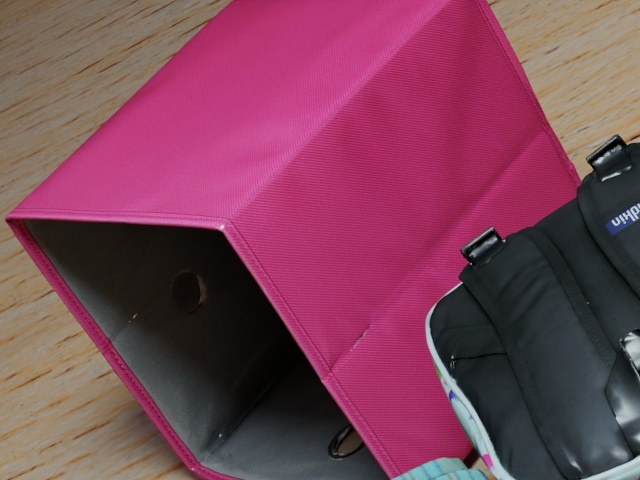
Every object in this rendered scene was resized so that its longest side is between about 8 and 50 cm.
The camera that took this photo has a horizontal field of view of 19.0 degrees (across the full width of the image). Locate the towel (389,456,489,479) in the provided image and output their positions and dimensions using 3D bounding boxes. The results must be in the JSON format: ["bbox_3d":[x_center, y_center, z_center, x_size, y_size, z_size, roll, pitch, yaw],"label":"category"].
[{"bbox_3d":[0.041,0.260,0.837,0.271,0.040,0.370,-20,42,-18],"label":"towel"}]

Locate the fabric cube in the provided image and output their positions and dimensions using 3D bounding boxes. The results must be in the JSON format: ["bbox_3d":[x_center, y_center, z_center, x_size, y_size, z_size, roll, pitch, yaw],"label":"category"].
[{"bbox_3d":[0.000,0.000,1.300,0.254,0.259,0.258,2,42,50],"label":"fabric cube"}]

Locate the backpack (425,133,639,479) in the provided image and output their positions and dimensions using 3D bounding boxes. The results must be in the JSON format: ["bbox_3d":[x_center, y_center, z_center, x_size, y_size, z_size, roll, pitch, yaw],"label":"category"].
[{"bbox_3d":[0.190,0.080,1.028,0.225,0.191,0.253,-35,20,5],"label":"backpack"}]
